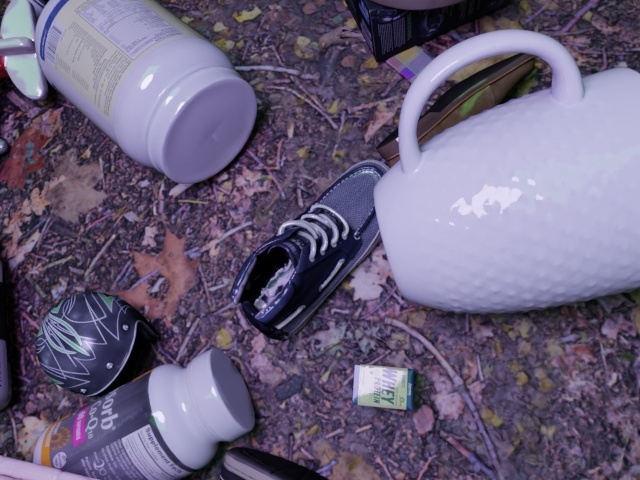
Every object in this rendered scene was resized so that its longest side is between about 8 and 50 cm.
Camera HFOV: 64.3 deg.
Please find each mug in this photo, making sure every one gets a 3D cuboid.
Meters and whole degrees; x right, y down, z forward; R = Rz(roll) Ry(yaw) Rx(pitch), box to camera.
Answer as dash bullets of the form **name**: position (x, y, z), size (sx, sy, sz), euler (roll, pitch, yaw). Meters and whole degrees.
- **mug**: position (0.233, -0.077, 0.652), size (0.328, 0.374, 0.276), euler (-16, 35, 13)

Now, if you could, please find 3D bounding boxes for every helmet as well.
- **helmet**: position (-0.352, 0.160, 0.795), size (0.169, 0.161, 0.169), euler (-3, 72, 10)

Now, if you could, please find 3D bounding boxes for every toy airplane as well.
- **toy airplane**: position (-0.714, -0.341, 0.982), size (0.384, 0.272, 0.386), euler (39, 73, -20)

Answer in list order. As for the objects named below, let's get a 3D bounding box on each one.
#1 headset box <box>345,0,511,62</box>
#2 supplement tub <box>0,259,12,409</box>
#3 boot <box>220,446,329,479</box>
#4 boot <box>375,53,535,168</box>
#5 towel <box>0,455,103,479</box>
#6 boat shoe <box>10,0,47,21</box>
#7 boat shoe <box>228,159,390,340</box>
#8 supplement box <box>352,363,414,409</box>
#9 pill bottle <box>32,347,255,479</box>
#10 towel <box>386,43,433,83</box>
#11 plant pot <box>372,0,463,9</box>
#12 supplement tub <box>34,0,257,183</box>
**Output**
- **headset box**: position (0.175, -0.495, 0.889), size (0.283, 0.131, 0.246), euler (-22, 70, 3)
- **supplement tub**: position (-0.628, 0.135, 0.841), size (0.194, 0.193, 0.316), euler (-16, 73, 6)
- **boot**: position (-0.021, 0.479, 0.663), size (0.377, 0.138, 0.284), euler (27, 81, 11)
- **boot**: position (0.240, -0.195, 0.832), size (0.305, 0.112, 0.115), euler (-38, 101, -6)
- **towel**: position (-0.349, 0.410, 0.671), size (0.317, 0.332, 0.053), euler (6, 33, 13)
- **boat shoe**: position (-0.654, -0.604, 1.090), size (0.119, 0.121, 0.335), euler (-39, 69, 3)
- **boat shoe**: position (0.000, 0.000, 0.774), size (0.127, 0.158, 0.340), euler (32, 83, 17)
- **supplement box**: position (0.093, 0.211, 0.737), size (0.083, 0.083, 0.056), euler (2, 76, 10)
- **pill bottle**: position (-0.248, 0.279, 0.743), size (0.278, 0.162, 0.162), euler (-29, 71, 2)
- **towel**: position (0.165, -0.316, 0.909), size (0.060, 0.009, 0.083), euler (-43, 72, -3)
- **plant pot**: position (0.147, -0.542, 0.692), size (0.323, 0.280, 0.323), euler (-3, 72, 10)
- **supplement tub**: position (-0.290, -0.269, 0.865), size (0.325, 0.235, 0.235), euler (40, 85, 18)
